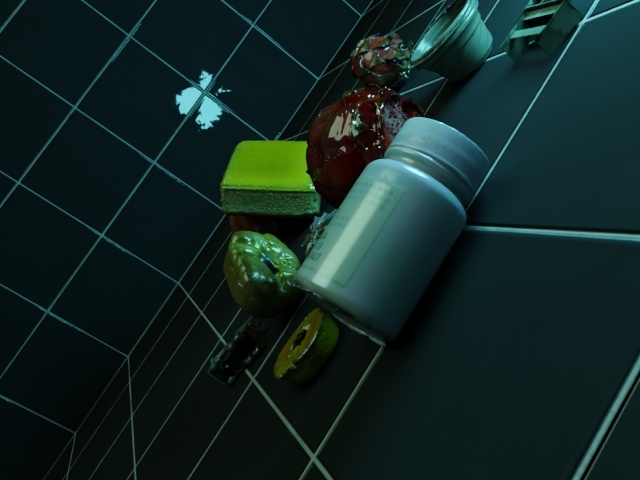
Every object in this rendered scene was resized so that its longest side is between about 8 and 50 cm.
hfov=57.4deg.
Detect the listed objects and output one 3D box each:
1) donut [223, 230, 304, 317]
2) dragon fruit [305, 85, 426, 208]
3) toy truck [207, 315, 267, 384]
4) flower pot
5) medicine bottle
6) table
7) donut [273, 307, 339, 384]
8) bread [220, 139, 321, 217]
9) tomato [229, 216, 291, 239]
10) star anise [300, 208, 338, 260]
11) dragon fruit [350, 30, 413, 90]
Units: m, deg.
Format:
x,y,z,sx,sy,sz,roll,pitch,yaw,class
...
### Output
x,y,z,sx,sy,sz,roll,pitch,yaw,class
-0.154,0.093,1.599,0.128,0.209,0.261,-58,34,31,donut
0.111,-0.195,1.316,0.302,0.296,0.295,6,61,57,dragon fruit
-0.230,0.306,1.627,0.177,0.080,0.115,-47,14,18,toy truck
0.354,-0.509,1.528,0.235,0.141,0.235,-46,18,20,flower pot
0.133,-0.019,1.066,0.378,0.214,0.213,-56,18,-8,medicine bottle
0.487,-0.476,1.249,0.175,0.062,0.146,-54,18,4,table
-0.027,0.234,1.265,0.178,0.065,0.162,-54,12,6,donut
-0.152,-0.215,1.997,0.323,0.333,0.143,-79,-11,-51,bread
-0.212,-0.081,2.118,0.232,0.188,0.232,-18,18,6,tomato
0.000,0.000,1.631,0.195,0.065,0.182,-19,43,55,star anise
0.217,-0.604,1.997,0.274,0.192,0.193,40,138,39,dragon fruit
